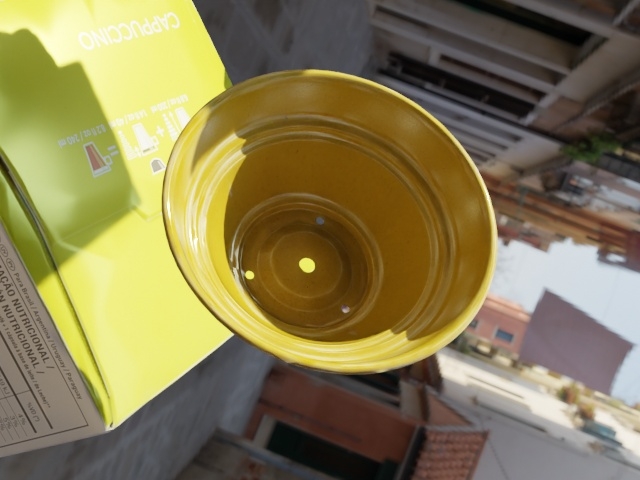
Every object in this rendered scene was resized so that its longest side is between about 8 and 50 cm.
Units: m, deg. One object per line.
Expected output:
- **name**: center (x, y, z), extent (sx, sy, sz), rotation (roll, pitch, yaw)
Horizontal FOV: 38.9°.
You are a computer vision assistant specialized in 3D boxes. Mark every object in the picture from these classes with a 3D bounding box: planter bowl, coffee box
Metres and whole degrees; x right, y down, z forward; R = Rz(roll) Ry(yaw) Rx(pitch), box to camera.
- **planter bowl**: center (0.000, 0.000, 0.604), extent (0.090, 0.217, 0.217), rotation (116, -2, -59)
- **coffee box**: center (-0.269, -0.020, 0.858), extent (0.335, 0.338, 0.338), rotation (-20, -170, 34)
